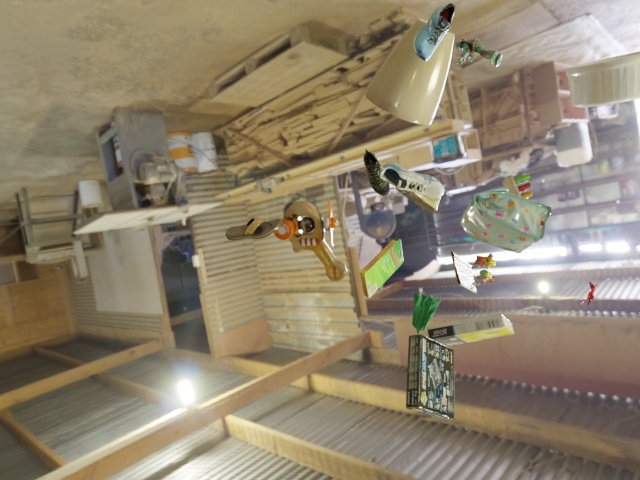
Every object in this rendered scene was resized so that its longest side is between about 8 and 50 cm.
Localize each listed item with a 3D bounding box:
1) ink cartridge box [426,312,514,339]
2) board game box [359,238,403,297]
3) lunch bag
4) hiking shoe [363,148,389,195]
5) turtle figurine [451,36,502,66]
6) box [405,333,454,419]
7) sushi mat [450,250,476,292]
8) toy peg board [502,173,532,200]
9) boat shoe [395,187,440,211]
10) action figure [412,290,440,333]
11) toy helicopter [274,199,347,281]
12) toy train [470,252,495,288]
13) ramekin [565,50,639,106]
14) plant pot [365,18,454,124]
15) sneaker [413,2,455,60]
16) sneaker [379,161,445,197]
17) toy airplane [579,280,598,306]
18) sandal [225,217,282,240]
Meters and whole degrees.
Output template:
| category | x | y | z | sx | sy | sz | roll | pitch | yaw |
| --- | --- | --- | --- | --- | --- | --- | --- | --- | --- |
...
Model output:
| category | x | y | z | sx | sy | sz | roll | pitch | yaw |
| --- | --- | --- | --- | --- | --- | --- | --- | --- | --- |
| ink cartridge box | 0.646 | 0.390 | 1.781 | 0.303 | 0.072 | 0.307 | -20 | 150 | 27 |
| board game box | 0.252 | 0.106 | 1.696 | 0.039 | 0.124 | 0.259 | 19 | -135 | 41 |
| lunch bag | 0.663 | -0.077 | 1.548 | 0.262 | 0.160 | 0.223 | 22 | 166 | 12 |
| hiking shoe | 0.248 | -0.308 | 1.935 | 0.086 | 0.227 | 0.114 | -27 | 171 | 14 |
| turtle figurine | 0.668 | -0.827 | 1.851 | 0.234 | 0.118 | 0.175 | 31 | -136 | 32 |
| box | 0.341 | 0.420 | 1.294 | 0.175 | 0.220 | 0.051 | 28 | 146 | -31 |
| sushi mat | 0.650 | 0.148 | 1.898 | 0.019 | 0.151 | 0.316 | -17 | 159 | 28 |
| toy peg board | 0.827 | -0.194 | 1.726 | 0.079 | 0.161 | 0.161 | -22 | 173 | 14 |
| boat shoe | 0.464 | -0.246 | 2.042 | 0.285 | 0.089 | 0.104 | 33 | 168 | -24 |
| action figure | 0.514 | 0.372 | 2.116 | 0.137 | 0.232 | 0.063 | 17 | -155 | 23 |
| toy helicopter | 0.000 | 0.000 | 1.640 | 0.235 | 0.355 | 0.140 | -32 | -174 | 23 |
| toy train | 0.633 | 0.117 | 1.628 | 0.046 | 0.166 | 0.125 | 28 | 144 | -5 |
| ramekin | 0.967 | -0.532 | 1.383 | 0.277 | 0.135 | 0.277 | -12 | -163 | 4 |
| plant pot | 0.319 | -0.570 | 1.396 | 0.256 | 0.274 | 0.256 | 16 | -147 | -11 |
| sneaker | 0.296 | -0.544 | 1.084 | 0.063 | 0.162 | 0.073 | 26 | 177 | -18 |
| sneaker | 0.315 | -0.201 | 1.467 | 0.237 | 0.085 | 0.086 | 25 | -131 | 19 |
| toy airplane | 1.225 | 0.233 | 1.898 | 0.151 | 0.151 | 0.028 | -12 | -151 | -37 |
| sandal | -0.244 | -0.050 | 1.501 | 0.219 | 0.060 | 0.090 | -5 | -144 | 17 |
